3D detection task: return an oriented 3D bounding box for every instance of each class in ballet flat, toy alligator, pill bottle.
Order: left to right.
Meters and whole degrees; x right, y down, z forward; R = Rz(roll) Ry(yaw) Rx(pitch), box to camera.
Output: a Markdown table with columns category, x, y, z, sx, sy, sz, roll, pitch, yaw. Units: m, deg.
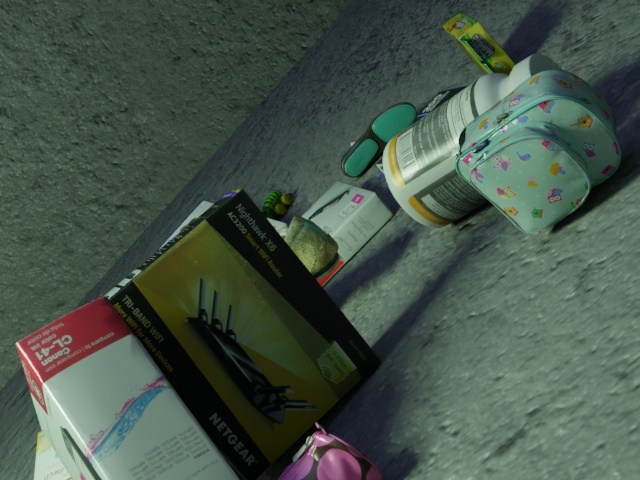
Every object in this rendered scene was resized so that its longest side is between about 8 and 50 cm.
| category | x | y | z | sx | sy | sz | roll | pitch | yaw |
| --- | --- | --- | --- | --- | --- | --- | --- | --- | --- |
| ballet flat | -0.124 | 0.075 | 1.728 | 0.348 | 0.123 | 0.123 | -36 | 17 | 26 |
| toy alligator | -0.117 | -0.066 | 2.489 | 0.056 | 0.051 | 0.189 | -32 | 20 | 40 |
| ballet flat | 0.117 | -0.215 | 2.251 | 0.203 | 0.074 | 0.074 | -46 | 15 | 2 |
| pill bottle | 0.238 | -0.145 | 1.570 | 0.278 | 0.162 | 0.162 | -32 | 19 | 36 |

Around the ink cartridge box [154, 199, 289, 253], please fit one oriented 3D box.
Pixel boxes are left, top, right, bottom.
| category | x | y | z | sx | sy | sz | roll | pitch | yaw |
| --- | --- | --- | --- | --- | --- | --- | --- | --- | --- |
| ink cartridge box | -0.210 | 0.015 | 2.317 | 0.176 | 0.069 | 0.371 | -49 | 34 | -16 |

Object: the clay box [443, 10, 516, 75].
| category | x | y | z | sx | sy | sz | roll | pitch | yaw |
| --- | --- | --- | --- | --- | --- | --- | --- | --- | --- |
| clay box | 0.306 | -0.362 | 2.028 | 0.053 | 0.127 | 0.222 | -43 | 16 | 9 |

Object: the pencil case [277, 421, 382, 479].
| category | x | y | z | sx | sy | sz | roll | pitch | yaw |
| --- | --- | --- | --- | --- | --- | --- | --- | --- | --- |
| pencil case | -0.031 | 0.309 | 1.187 | 0.209 | 0.098 | 0.095 | -49 | 16 | -15 |

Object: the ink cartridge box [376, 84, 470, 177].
| category | x | y | z | sx | sy | sz | roll | pitch | yaw |
| --- | --- | --- | --- | --- | --- | --- | --- | --- | --- |
| ink cartridge box | 0.200 | -0.208 | 2.058 | 0.206 | 0.045 | 0.208 | -49 | 14 | -13 |

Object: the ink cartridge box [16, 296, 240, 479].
| category | x | y | z | sx | sy | sz | roll | pitch | yaw |
| --- | --- | --- | --- | --- | --- | --- | --- | --- | --- |
| ink cartridge box | -0.224 | 0.255 | 1.276 | 0.131 | 0.306 | 0.226 | -26 | -32 | -24 |

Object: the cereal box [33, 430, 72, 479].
| category | x | y | z | sx | sy | sz | roll | pitch | yaw |
| --- | --- | --- | --- | --- | --- | --- | --- | --- | --- |
| cereal box | -0.400 | 0.403 | 1.758 | 0.173 | 0.047 | 0.240 | -26 | 48 | 24 |

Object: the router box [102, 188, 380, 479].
| category | x | y | z | sx | sy | sz | roll | pitch | yaw |
| --- | --- | --- | --- | --- | --- | --- | --- | --- | --- |
| router box | -0.107 | 0.124 | 1.426 | 0.243 | 0.309 | 0.081 | -42 | 12 | -15 |

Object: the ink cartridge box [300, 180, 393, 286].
| category | x | y | z | sx | sy | sz | roll | pitch | yaw |
| --- | --- | --- | --- | --- | --- | --- | --- | --- | --- |
| ink cartridge box | 0.000 | 0.000 | 2.003 | 0.239 | 0.060 | 0.275 | -44 | 15 | -4 |

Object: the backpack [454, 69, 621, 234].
| category | x | y | z | sx | sy | sz | roll | pitch | yaw |
| --- | --- | --- | --- | --- | --- | --- | --- | --- | --- |
| backpack | 0.282 | -0.113 | 1.358 | 0.188 | 0.166 | 0.144 | -42 | 17 | 25 |

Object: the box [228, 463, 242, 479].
| category | x | y | z | sx | sy | sz | roll | pitch | yaw |
| --- | --- | --- | --- | --- | --- | --- | --- | --- | --- |
| box | -0.199 | 0.302 | 1.550 | 0.270 | 0.143 | 0.165 | -48 | 17 | -9 |
